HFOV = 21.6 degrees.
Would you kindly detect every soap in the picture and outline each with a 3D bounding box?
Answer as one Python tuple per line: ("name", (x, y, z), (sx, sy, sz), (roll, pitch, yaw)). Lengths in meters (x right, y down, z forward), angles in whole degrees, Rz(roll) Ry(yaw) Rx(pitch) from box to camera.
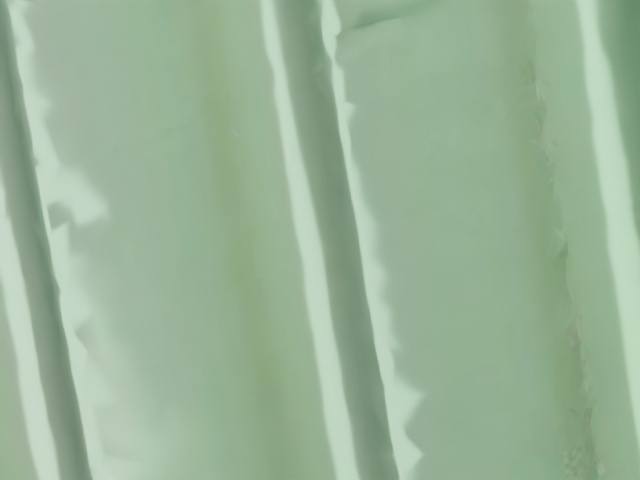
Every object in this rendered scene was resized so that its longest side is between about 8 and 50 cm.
("soap", (0.000, 0.000, 0.442), (0.261, 0.156, 0.446), (-10, 97, 8))
